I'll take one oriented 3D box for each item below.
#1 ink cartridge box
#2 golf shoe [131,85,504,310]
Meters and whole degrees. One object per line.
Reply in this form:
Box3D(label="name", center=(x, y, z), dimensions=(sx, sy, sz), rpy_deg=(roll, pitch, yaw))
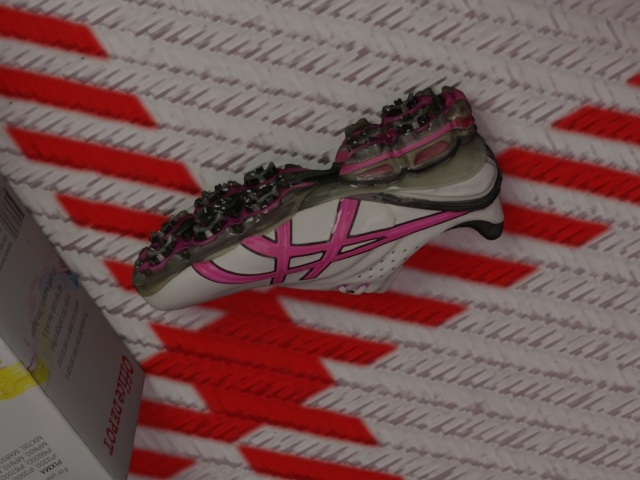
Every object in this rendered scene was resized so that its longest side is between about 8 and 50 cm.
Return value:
Box3D(label="ink cartridge box", center=(-0.185, 0.055, 0.845), dimensions=(0.127, 0.128, 0.176), rpy_deg=(-31, 108, 11))
Box3D(label="golf shoe", center=(0.000, 0.000, 0.858), dimensions=(0.186, 0.067, 0.086), rpy_deg=(-23, 111, 8))
